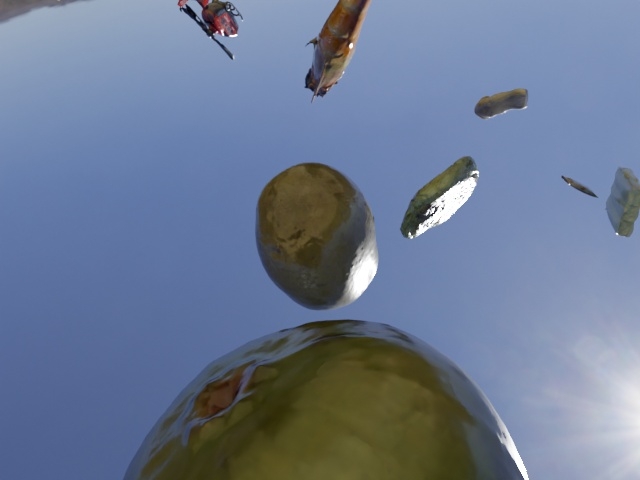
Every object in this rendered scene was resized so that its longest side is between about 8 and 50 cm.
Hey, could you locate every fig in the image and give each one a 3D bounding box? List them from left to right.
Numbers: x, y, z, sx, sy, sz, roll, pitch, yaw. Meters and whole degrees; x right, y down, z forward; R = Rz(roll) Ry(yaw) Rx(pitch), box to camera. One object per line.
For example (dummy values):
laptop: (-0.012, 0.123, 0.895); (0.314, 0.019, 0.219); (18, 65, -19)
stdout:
fig: (0.015, 0.225, 0.400); (0.316, 0.316, 0.316); (-12, -148, 8)

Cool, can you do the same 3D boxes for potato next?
potato: (0.000, 0.000, 0.790); (0.178, 0.235, 0.160); (-42, -137, -6)

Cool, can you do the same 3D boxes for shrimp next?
shrimp: (0.029, -0.301, 0.823); (0.068, 0.249, 0.150); (33, -127, -4)

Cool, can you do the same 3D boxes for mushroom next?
mushroom: (0.485, -0.366, 1.487); (0.054, 0.059, 0.202); (-31, -169, -16)

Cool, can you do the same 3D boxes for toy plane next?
toy plane: (-0.158, -0.328, 0.817); (0.037, 0.145, 0.060); (25, -92, 24)

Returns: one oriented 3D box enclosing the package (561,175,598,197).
package: (0.647, -0.133, 1.398); (0.110, 0.015, 0.037); (21, -145, -22)

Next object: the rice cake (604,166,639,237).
rice cake: (0.720, -0.101, 1.333); (0.043, 0.127, 0.237); (15, -158, 15)

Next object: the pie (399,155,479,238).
pie: (0.217, -0.073, 1.018); (0.187, 0.187, 0.041); (-34, -111, -24)
